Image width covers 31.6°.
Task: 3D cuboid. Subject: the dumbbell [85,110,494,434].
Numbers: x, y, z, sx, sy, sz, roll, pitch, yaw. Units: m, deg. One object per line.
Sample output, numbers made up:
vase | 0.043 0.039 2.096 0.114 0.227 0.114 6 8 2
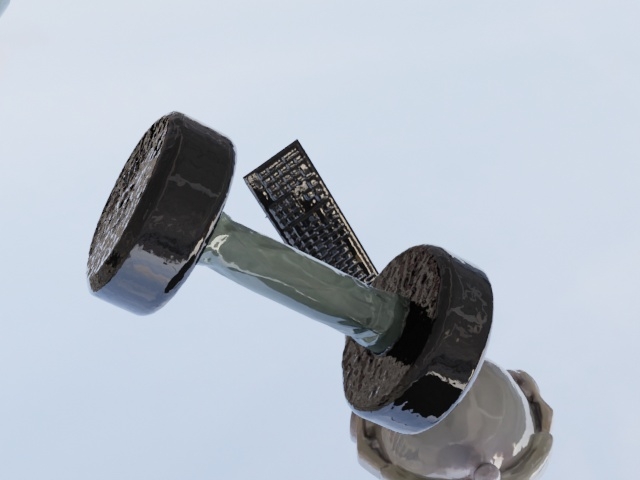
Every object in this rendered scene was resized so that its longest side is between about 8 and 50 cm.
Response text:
dumbbell | -0.014 0.019 0.571 0.191 0.100 0.100 26 -151 -18

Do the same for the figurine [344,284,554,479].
figurine | 0.097 0.140 0.926 0.162 0.141 0.237 -16 -147 -13

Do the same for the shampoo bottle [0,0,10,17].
shampoo bottle | -0.260 -0.157 0.788 0.065 0.065 0.204 -3 -145 7

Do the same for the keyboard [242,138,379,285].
keyboard | 0.000 0.000 1.047 0.064 0.198 0.010 -36 -150 -6
